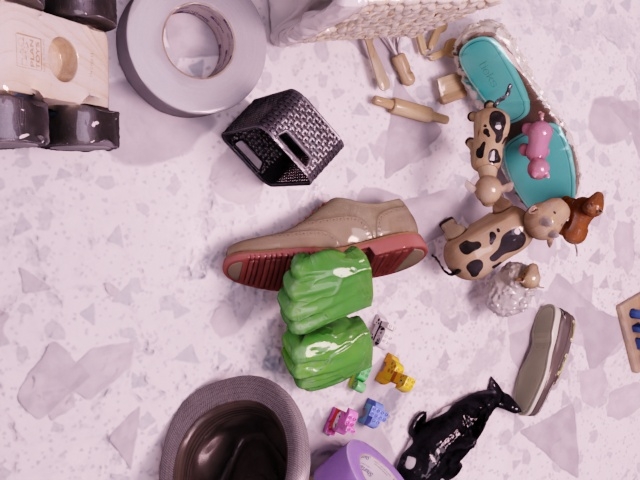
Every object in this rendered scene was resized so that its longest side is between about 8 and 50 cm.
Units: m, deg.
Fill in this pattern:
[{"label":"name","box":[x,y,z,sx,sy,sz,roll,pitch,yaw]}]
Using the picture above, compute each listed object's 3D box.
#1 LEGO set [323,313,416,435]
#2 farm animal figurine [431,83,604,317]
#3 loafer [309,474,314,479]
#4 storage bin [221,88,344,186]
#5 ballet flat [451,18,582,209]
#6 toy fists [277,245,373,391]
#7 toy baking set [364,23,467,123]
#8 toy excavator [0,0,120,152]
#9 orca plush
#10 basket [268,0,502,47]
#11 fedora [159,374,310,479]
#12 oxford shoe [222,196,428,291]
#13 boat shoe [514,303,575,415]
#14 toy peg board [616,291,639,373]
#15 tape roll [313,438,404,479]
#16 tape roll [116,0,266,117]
[{"label":"LEGO set","box":[0.106,0.253,1.397,0.087,0.093,0.227,30,79,-25]},{"label":"farm animal figurine","box":[0.331,-0.049,1.400,0.330,0.172,0.326,37,106,-15]},{"label":"loafer","box":[-0.083,0.457,1.311,0.269,0.092,0.101,-14,99,-26]},{"label":"storage bin","box":[-0.061,-0.155,1.243,0.122,0.180,0.084,47,73,-21]},{"label":"ballet flat","box":[0.379,-0.235,1.494,0.147,0.147,0.408,-38,113,-20]},{"label":"toy fists","box":[0.001,0.129,1.287,0.142,0.096,0.279,-20,133,-21]},{"label":"toy baking set","box":[0.156,-0.315,1.435,0.256,0.030,0.196,5,87,-27]},{"label":"toy excavator","box":[-0.534,-0.218,0.995,0.433,0.445,0.222,-8,97,-68]},{"label":"orca plush","box":[0.268,0.373,1.481,0.287,0.102,0.151,-21,102,-25]},{"label":"basket","box":[0.077,-0.480,1.201,0.267,0.328,0.331,-8,96,-20]},{"label":"fedora","box":[-0.118,0.360,1.239,0.244,0.275,0.124,-21,138,5]},{"label":"oxford shoe","box":[0.000,0.000,1.342,0.348,0.123,0.130,-5,61,-21]},{"label":"boat shoe","box":[0.447,0.242,1.577,0.069,0.081,0.227,23,79,-22]},{"label":"toy peg board","box":[0.737,0.186,1.725,0.161,0.079,0.161,-23,102,-24]},{"label":"tape roll","box":[0.081,0.431,1.333,0.080,0.189,0.189,-44,113,12]},{"label":"tape roll","box":[-0.196,-0.300,1.229,0.219,0.072,0.219,-1,93,-26]}]
